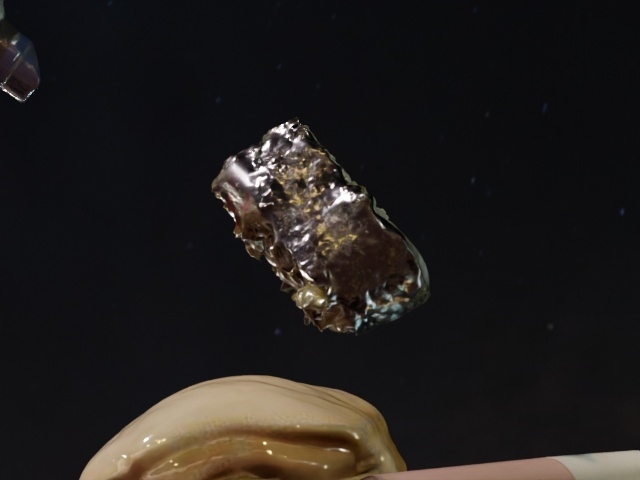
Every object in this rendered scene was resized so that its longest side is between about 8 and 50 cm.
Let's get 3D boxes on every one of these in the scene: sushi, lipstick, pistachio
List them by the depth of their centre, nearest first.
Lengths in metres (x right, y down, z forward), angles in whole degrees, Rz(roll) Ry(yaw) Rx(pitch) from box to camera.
[{"bbox_3d":[0.143,0.195,0.978,0.254,0.070,0.070,1,-44,-33],"label":"lipstick"},{"bbox_3d":[0.000,0.000,1.168,0.115,0.212,0.147,-39,-32,-1],"label":"sushi"},{"bbox_3d":[-0.084,0.309,1.687,0.365,0.446,0.281,-33,-115,52],"label":"pistachio"}]

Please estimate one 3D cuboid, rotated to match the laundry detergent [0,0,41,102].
[{"bbox_3d":[-0.319,-0.214,1.012,0.280,0.105,0.215,37,-46,-9],"label":"laundry detergent"}]
